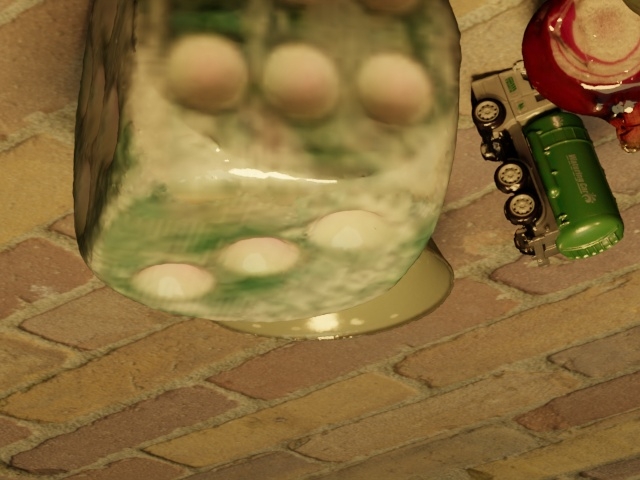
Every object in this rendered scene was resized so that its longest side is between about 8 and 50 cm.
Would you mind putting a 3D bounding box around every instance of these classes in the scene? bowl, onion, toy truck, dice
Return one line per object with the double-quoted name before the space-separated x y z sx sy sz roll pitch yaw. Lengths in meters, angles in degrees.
"bowl" 0.000 0.000 2.061 0.337 0.157 0.337 -3 155 -1
"onion" 0.312 -0.185 1.709 0.173 0.198 0.135 -17 -179 18
"toy truck" 0.256 -0.086 1.834 0.125 0.242 0.101 -20 152 5
"dice" -0.062 -0.128 1.605 0.328 0.330 0.348 5 150 -17

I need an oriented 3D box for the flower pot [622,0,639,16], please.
"flower pot" 0.351 -0.296 1.291 0.302 0.213 0.302 -6 151 -3
